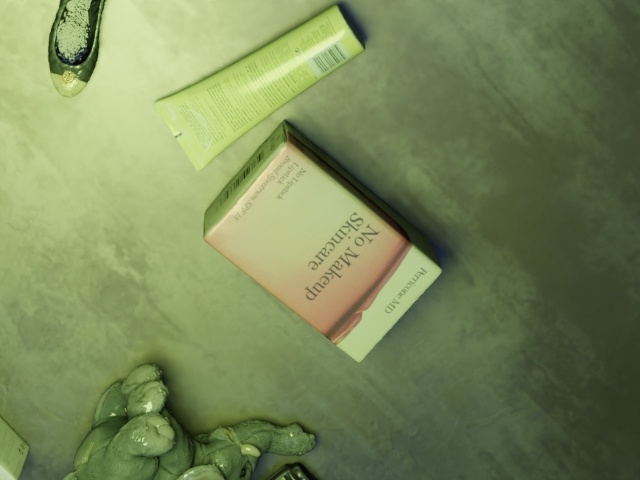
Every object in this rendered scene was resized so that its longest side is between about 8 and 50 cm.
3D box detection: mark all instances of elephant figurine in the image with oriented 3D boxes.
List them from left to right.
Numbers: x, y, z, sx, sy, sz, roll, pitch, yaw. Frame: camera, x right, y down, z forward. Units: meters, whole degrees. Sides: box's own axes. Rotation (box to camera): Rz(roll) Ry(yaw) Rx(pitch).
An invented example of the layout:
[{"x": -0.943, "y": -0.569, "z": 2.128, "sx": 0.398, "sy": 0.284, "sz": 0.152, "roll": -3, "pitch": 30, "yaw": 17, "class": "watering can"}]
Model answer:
[{"x": -0.154, "y": 0.268, "z": 1.722, "sx": 0.186, "sy": 0.169, "sz": 0.239, "roll": -30, "pitch": 125, "yaw": 34, "class": "elephant figurine"}]

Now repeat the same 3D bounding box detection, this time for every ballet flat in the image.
[{"x": -0.268, "y": -0.241, "z": 1.613, "sx": 0.057, "sy": 0.049, "sz": 0.173, "roll": 12, "pitch": 105, "yaw": -6, "class": "ballet flat"}]

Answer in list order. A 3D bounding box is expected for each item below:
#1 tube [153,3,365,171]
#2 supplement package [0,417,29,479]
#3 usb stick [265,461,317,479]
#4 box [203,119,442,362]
[{"x": -0.066, "y": -0.178, "z": 1.644, "sx": 0.240, "sy": 0.062, "sz": 0.070, "roll": -32, "pitch": 62, "yaw": 11, "class": "tube"}, {"x": -0.443, "y": 0.229, "z": 1.707, "sx": 0.105, "sy": 0.105, "sz": 0.179, "roll": -40, "pitch": 104, "yaw": 9, "class": "supplement package"}, {"x": -0.115, "y": 0.378, "z": 1.803, "sx": 0.278, "sy": 0.045, "sz": 0.077, "roll": -40, "pitch": 98, "yaw": 8, "class": "usb stick"}, {"x": 0.000, "y": 0.000, "z": 1.659, "sx": 0.232, "sy": 0.127, "sz": 0.148, "roll": 39, "pitch": 100, "yaw": -13, "class": "box"}]
